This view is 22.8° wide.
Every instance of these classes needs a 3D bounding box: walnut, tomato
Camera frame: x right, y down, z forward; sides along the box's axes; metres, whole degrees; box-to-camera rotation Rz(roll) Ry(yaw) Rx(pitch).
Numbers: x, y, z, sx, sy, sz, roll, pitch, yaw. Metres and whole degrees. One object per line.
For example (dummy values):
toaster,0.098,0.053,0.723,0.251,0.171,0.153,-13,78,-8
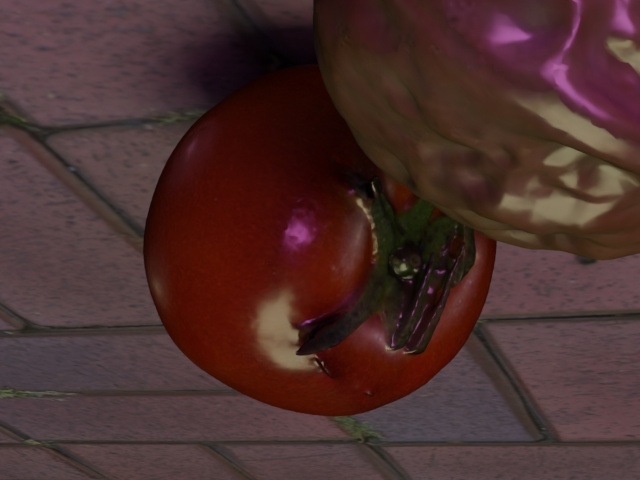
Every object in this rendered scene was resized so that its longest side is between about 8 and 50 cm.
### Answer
walnut,0.132,-0.118,0.811,0.273,0.273,0.227,8,-170,-9
tomato,0.000,0.000,1.132,0.224,0.255,0.256,8,166,44
